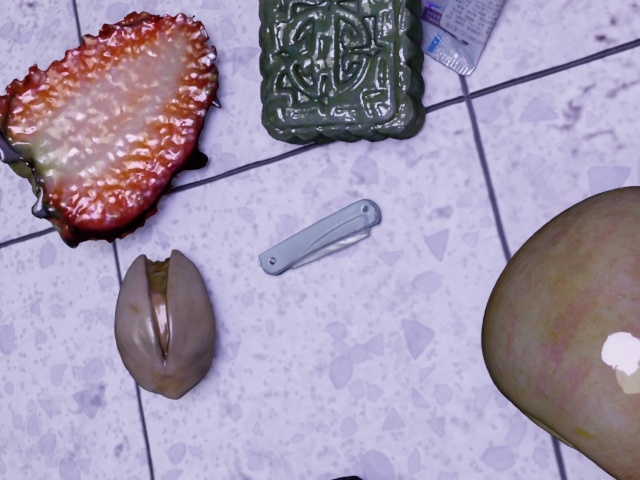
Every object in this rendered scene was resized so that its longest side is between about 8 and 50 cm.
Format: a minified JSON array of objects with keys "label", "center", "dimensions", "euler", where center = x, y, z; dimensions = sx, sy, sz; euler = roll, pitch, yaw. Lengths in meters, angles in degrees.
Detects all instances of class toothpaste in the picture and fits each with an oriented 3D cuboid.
[{"label":"toothpaste","center":[0.186,-0.335,0.760],"dimensions":[0.114,0.073,0.299],"euler":[37,120,19]}]

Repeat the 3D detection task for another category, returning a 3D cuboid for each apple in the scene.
[{"label":"apple","center":[0.276,0.083,0.615],"dimensions":[0.257,0.257,0.234],"euler":[39,85,19]}]

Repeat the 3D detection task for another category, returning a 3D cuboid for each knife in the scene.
[{"label":"knife","center":[0.000,0.000,0.845],"dimensions":[0.162,0.023,0.044],"euler":[-28,80,16]}]

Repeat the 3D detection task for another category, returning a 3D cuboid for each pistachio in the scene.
[{"label":"pistachio","center":[-0.189,0.099,0.864],"dimensions":[0.124,0.124,0.185],"euler":[-17,64,18]}]

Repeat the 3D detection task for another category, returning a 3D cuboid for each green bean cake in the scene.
[{"label":"green bean cake","center":[0.022,-0.205,0.805],"dimensions":[0.183,0.094,0.185],"euler":[1,94,20]}]

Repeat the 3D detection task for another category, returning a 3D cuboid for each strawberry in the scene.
[{"label":"strawberry","center":[-0.251,-0.144,0.914],"dimensions":[0.306,0.138,0.233],"euler":[-38,93,-12]}]

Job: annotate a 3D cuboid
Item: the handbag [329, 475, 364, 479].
[{"label":"handbag","center":[0.025,0.391,0.721],"dimensions":[0.181,0.181,0.254],"euler":[-43,70,10]}]
